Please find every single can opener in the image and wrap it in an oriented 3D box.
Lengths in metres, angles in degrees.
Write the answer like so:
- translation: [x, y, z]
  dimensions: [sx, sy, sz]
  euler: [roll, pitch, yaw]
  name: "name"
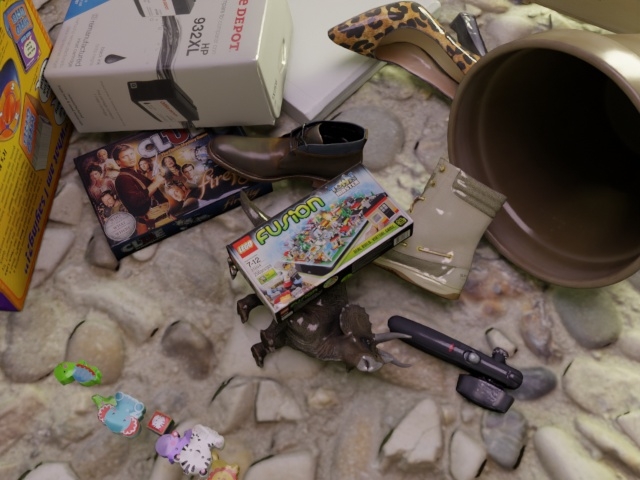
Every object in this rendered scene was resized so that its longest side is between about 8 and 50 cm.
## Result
- translation: [0.168, 0.144, 0.985]
  dimensions: [0.186, 0.059, 0.073]
  euler: [30, 68, 15]
  name: "can opener"

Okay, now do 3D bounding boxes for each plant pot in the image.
- translation: [0.377, -0.137, 1.015]
  dimensions: [0.280, 0.323, 0.323]
  euler: [-27, 64, -31]
  name: "plant pot"

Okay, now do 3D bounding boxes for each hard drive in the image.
- translation: [0.017, -0.333, 1.246]
  dimensions: [0.203, 0.040, 0.307]
  euler: [40, 71, 19]
  name: "hard drive"

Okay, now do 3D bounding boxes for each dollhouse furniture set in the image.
- translation: [0.479, -0.520, 1.202]
  dimensions: [0.198, 0.286, 0.303]
  euler: [21, 68, 3]
  name: "dollhouse furniture set"

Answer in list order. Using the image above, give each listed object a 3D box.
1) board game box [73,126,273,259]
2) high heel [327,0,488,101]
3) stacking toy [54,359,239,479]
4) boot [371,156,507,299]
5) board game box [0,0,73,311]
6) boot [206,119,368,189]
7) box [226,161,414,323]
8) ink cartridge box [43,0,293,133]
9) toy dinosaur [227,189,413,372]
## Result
- translation: [-0.214, -0.094, 1.126]
  dimensions: [0.243, 0.042, 0.165]
  euler: [-25, 65, -11]
  name: "board game box"
- translation: [0.148, -0.254, 1.146]
  dimensions: [0.261, 0.093, 0.186]
  euler: [-6, 68, -21]
  name: "high heel"
- translation: [-0.197, 0.221, 0.894]
  dimensions: [0.221, 0.167, 0.052]
  euler: [25, 66, 13]
  name: "stacking toy"
- translation: [0.120, -0.037, 1.030]
  dimensions: [0.213, 0.077, 0.165]
  euler: [27, 98, 12]
  name: "boot"
- translation: [-0.565, -0.150, 0.986]
  dimensions: [0.356, 0.356, 0.357]
  euler: [4, 63, 3]
  name: "board game box"
- translation: [-0.041, -0.135, 1.073]
  dimensions: [0.219, 0.106, 0.082]
  euler: [9, 51, -17]
  name: "boot"
- translation: [0.000, 0.000, 0.964]
  dimensions: [0.207, 0.036, 0.114]
  euler: [-33, 65, -14]
  name: "box"
- translation: [-0.210, -0.285, 1.135]
  dimensions: [0.307, 0.129, 0.223]
  euler: [-1, 56, 10]
  name: "ink cartridge box"
- translation: [-0.025, 0.070, 1.015]
  dimensions: [0.160, 0.121, 0.313]
  euler: [-16, 58, -20]
  name: "toy dinosaur"
